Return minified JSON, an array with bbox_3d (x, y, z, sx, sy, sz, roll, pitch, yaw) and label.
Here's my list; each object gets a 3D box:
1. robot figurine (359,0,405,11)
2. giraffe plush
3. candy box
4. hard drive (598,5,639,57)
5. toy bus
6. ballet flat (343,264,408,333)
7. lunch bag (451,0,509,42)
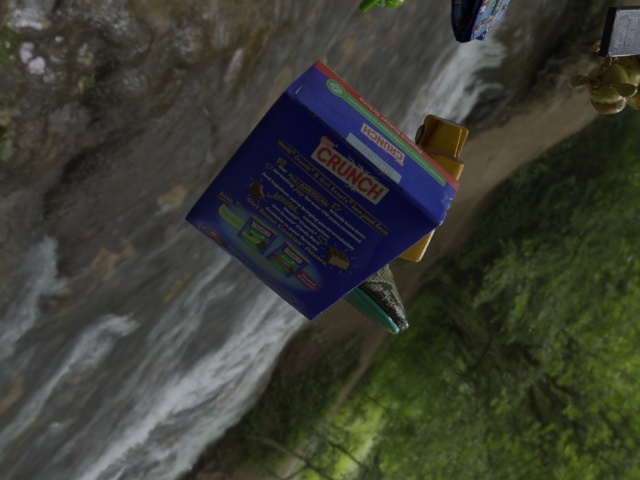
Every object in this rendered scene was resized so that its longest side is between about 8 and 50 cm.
[{"bbox_3d":[0.090,-0.406,0.977,0.067,0.115,0.101,101,14,-57],"label":"robot figurine"},{"bbox_3d":[0.650,-0.350,1.360,0.170,0.210,0.181,-45,-162,-26],"label":"giraffe plush"},{"bbox_3d":[-0.008,-0.058,0.921,0.317,0.268,0.122,-40,-167,44],"label":"candy box"},{"bbox_3d":[0.618,-0.418,1.245,0.135,0.022,0.094,-11,118,-25],"label":"hard drive"},{"bbox_3d":[0.249,-0.126,1.510,0.130,0.108,0.333,-98,-153,-65],"label":"toy bus"},{"bbox_3d":[0.000,0.000,1.290,0.182,0.482,0.164,-58,172,-16],"label":"ballet flat"},{"bbox_3d":[0.358,-0.579,1.354,0.221,0.138,0.293,-45,147,-42],"label":"lunch bag"}]
